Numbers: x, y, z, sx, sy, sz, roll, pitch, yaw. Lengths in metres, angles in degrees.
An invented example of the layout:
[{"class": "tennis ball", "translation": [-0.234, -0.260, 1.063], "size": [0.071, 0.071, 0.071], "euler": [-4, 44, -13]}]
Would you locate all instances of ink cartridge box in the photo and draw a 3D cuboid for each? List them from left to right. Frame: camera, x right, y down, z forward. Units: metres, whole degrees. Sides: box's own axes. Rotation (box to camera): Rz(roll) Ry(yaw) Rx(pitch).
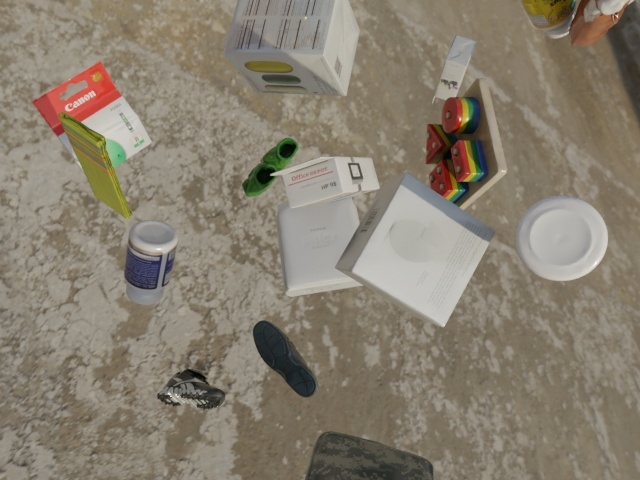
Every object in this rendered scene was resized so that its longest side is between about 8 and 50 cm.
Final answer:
[{"class": "ink cartridge box", "translation": [-0.521, -0.271, 1.241], "size": [0.181, 0.225, 0.056], "euler": [-41, 57, -19]}, {"class": "ink cartridge box", "translation": [0.011, -0.096, 0.874], "size": [0.180, 0.104, 0.060], "euler": [-15, 91, -59]}, {"class": "ink cartridge box", "translation": [0.375, -0.470, 1.504], "size": [0.061, 0.181, 0.104], "euler": [22, 65, 8]}]

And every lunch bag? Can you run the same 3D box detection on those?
[{"class": "lunch bag", "translation": [0.105, 0.628, 1.227], "size": [0.305, 0.256, 0.212], "euler": [11, 24, 8]}]

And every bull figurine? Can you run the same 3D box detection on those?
[{"class": "bull figurine", "translation": [0.687, -0.571, 1.262], "size": [0.101, 0.188, 0.310], "euler": [46, 5, 5]}]

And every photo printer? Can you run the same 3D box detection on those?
[{"class": "photo printer", "translation": [0.000, 0.000, 1.607], "size": [0.256, 0.107, 0.307], "euler": [-8, 68, 0]}]

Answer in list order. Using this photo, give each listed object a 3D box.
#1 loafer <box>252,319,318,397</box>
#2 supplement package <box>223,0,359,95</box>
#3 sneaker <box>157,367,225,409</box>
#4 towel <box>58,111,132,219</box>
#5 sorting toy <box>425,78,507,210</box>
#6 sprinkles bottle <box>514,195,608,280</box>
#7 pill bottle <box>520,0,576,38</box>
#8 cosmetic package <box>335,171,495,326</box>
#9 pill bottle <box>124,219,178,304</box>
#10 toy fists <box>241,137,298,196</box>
[{"class": "loafer", "translation": [-0.103, 0.353, 1.588], "size": [0.267, 0.096, 0.084], "euler": [50, 5, 14]}, {"class": "supplement package", "translation": [-0.064, -0.501, 1.339], "size": [0.199, 0.262, 0.198], "euler": [38, 62, -67]}, {"class": "sneaker", "translation": [-0.333, 0.385, 1.413], "size": [0.078, 0.234, 0.106], "euler": [53, 44, -31]}, {"class": "towel", "translation": [-0.413, -0.132, 0.991], "size": [0.102, 0.237, 0.021], "euler": [35, 62, 14]}, {"class": "sorting toy", "translation": [0.346, -0.233, 1.355], "size": [0.089, 0.257, 0.255], "euler": [-2, 71, -12]}, {"class": "sprinkles bottle", "translation": [0.395, 0.006, 0.898], "size": [0.121, 0.121, 0.355], "euler": [67, 18, 12]}, {"class": "pill bottle", "translation": [0.601, -0.633, 1.401], "size": [0.208, 0.117, 0.118], "euler": [31, 47, -44]}, {"class": "cosmetic package", "translation": [0.190, 0.019, 1.088], "size": [0.224, 0.138, 0.224], "euler": [32, 84, -10]}, {"class": "pill bottle", "translation": [-0.566, 0.077, 1.758], "size": [0.153, 0.265, 0.153], "euler": [15, 34, -10]}, {"class": "toy fists", "translation": [-0.195, -0.274, 2.012], "size": [0.096, 0.142, 0.279], "euler": [37, 60, -7]}]
